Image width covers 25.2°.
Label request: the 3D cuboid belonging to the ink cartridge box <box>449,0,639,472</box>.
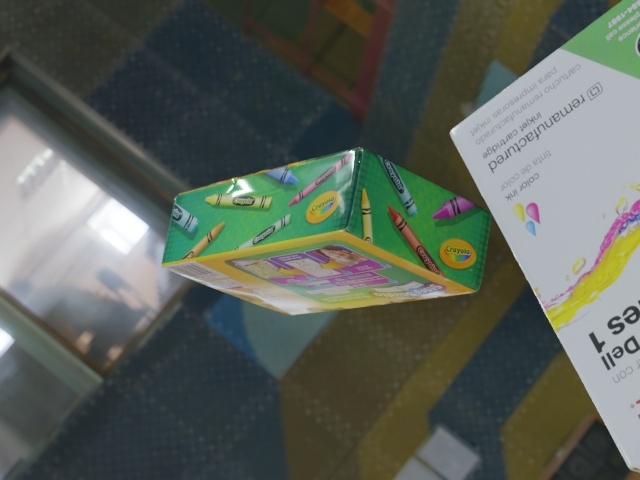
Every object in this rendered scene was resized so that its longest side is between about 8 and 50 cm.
[{"bbox_3d":[0.240,-0.008,0.930,0.201,0.278,0.117,-37,-32,21],"label":"ink cartridge box"}]

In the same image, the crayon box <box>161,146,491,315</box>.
[{"bbox_3d":[0.000,0.000,1.334,0.278,0.165,0.081,-11,63,49],"label":"crayon box"}]
